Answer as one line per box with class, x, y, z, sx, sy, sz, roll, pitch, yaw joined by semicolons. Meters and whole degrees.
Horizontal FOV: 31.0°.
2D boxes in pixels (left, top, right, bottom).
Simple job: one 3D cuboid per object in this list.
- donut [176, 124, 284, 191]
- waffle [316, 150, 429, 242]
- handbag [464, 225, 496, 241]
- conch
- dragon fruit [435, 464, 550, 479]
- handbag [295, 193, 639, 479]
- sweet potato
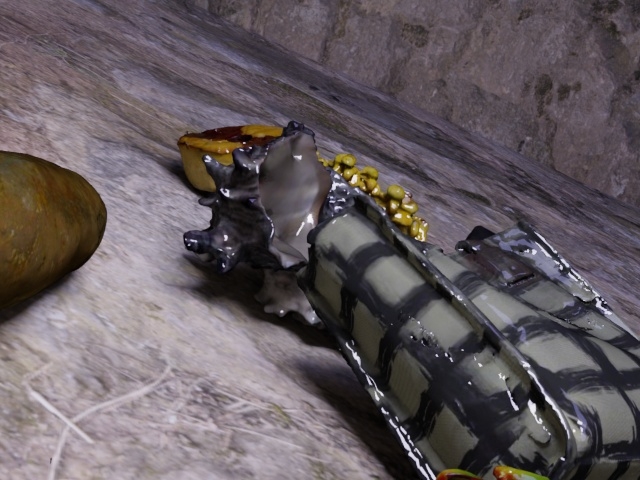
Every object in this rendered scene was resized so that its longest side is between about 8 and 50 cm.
donut;-0.106;-0.107;1.519;0.166;0.073;0.184;0;13;-8
waffle;0.019;-0.039;1.390;0.231;0.051;0.228;6;-31;37
handbag;0.325;0.090;1.641;0.244;0.088;0.275;25;11;-14
conch;-0.019;0.009;1.206;0.240;0.186;0.313;51;7;39
dragon fruit;0.103;0.221;0.775;0.175;0.138;0.142;-1;-28;6
handbag;0.177;0.115;1.050;0.325;0.162;0.327;9;34;-49
sweet potato;-0.253;-0.016;0.961;0.130;0.130;0.422;27;8;1
